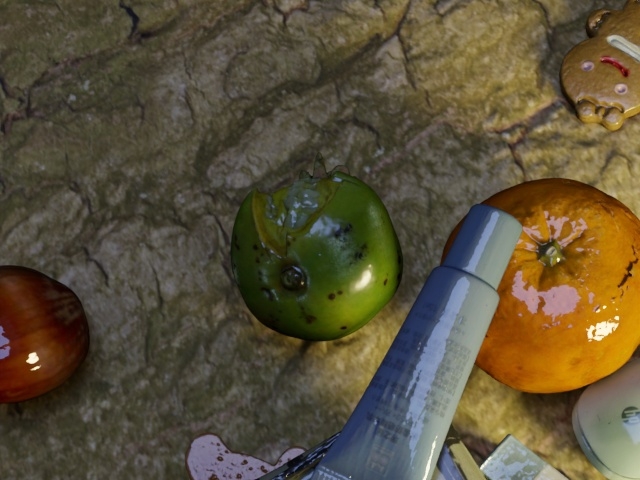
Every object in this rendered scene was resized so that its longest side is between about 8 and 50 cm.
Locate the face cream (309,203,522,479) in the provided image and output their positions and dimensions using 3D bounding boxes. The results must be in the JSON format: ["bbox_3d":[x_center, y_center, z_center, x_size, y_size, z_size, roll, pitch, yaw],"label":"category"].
[{"bbox_3d":[0.129,0.138,1.577,0.136,0.086,0.385,22,76,20],"label":"face cream"}]

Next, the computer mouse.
[{"bbox_3d":[0.460,0.205,1.707,0.288,0.097,0.159,-22,59,-4],"label":"computer mouse"}]

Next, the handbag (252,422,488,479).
[{"bbox_3d":[0.071,0.382,1.609,0.327,0.162,0.325,-29,72,-8],"label":"handbag"}]

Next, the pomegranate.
[{"bbox_3d":[0.000,0.000,1.828,0.236,0.236,0.302,2,29,8],"label":"pomegranate"}]

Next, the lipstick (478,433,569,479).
[{"bbox_3d":[0.333,0.365,1.650,0.317,0.066,0.068,38,71,23],"label":"lipstick"}]

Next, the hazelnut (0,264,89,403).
[{"bbox_3d":[-0.422,0.128,1.827,0.212,0.181,0.181,44,103,26],"label":"hazelnut"}]

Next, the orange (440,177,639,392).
[{"bbox_3d":[0.292,0.060,1.731,0.284,0.226,0.283,-6,60,10],"label":"orange"}]

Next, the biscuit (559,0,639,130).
[{"bbox_3d":[0.453,-0.270,1.999,0.249,0.035,0.184,-42,65,-15],"label":"biscuit"}]

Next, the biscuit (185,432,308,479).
[{"bbox_3d":[-0.059,0.341,1.722,0.250,0.036,0.165,11,68,3],"label":"biscuit"}]
